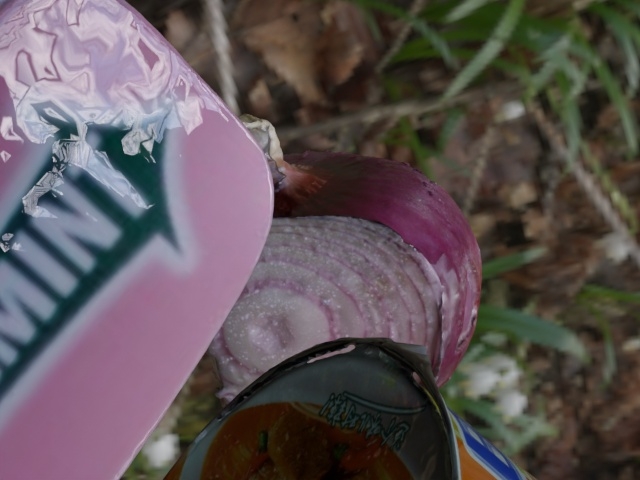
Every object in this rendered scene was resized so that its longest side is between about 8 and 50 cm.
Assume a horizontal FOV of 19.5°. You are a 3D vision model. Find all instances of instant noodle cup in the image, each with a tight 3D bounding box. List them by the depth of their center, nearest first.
[{"bbox_3d":[0.038,0.223,0.896,0.214,0.296,0.296,33,66,-28],"label":"instant noodle cup"}]

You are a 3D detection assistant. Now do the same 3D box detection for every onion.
[{"bbox_3d":[0.008,0.023,1.546,0.256,0.230,0.272,19,114,1],"label":"onion"}]

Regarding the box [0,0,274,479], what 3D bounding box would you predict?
[{"bbox_3d":[-0.188,-0.012,0.549,0.190,0.369,0.112,-50,126,-12],"label":"box"}]
